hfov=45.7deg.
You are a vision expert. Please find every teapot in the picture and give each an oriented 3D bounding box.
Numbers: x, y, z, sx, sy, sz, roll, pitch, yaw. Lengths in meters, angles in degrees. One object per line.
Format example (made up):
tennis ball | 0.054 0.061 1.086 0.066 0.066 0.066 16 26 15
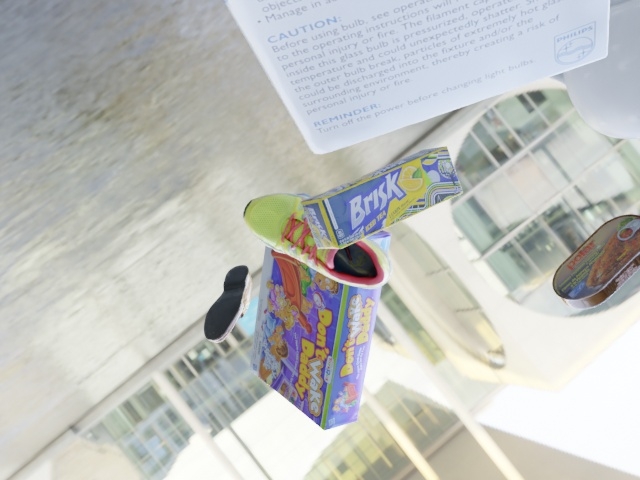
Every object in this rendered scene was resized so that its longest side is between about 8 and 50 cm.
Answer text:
teapot | 0.365 -0.245 0.830 0.256 0.187 0.252 -31 -159 8

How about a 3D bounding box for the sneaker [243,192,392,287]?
sneaker | 0.000 0.000 0.956 0.094 0.209 0.081 -84 -162 -83

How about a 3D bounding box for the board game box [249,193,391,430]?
board game box | -0.010 0.117 1.326 0.078 0.233 0.347 -6 112 -39

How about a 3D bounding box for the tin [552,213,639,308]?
tin | 0.467 0.035 1.252 0.190 0.040 0.106 -44 -148 0

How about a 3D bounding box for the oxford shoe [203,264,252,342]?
oxford shoe | -0.188 0.150 1.644 0.076 0.076 0.212 -3 -142 22

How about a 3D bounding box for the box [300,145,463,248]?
box | 0.068 -0.047 0.823 0.169 0.059 0.054 -24 -171 -24

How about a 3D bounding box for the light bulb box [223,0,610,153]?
light bulb box | 0.010 -0.311 0.460 0.225 0.357 0.361 -19 151 10
